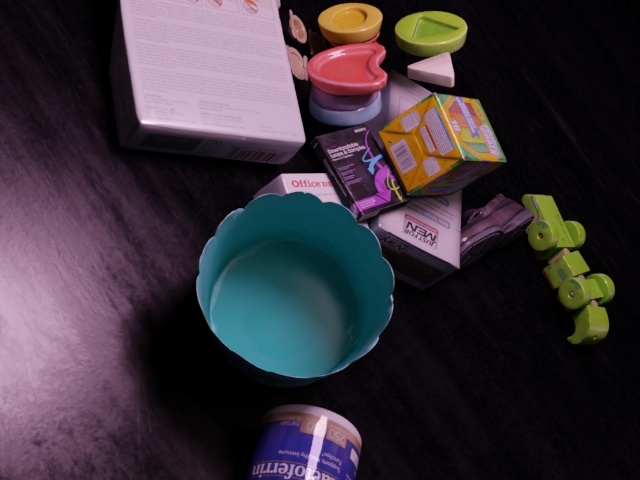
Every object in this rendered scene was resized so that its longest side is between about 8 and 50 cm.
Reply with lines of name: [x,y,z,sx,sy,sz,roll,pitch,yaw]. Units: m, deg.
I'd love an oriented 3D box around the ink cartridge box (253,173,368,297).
ink cartridge box: [0.000,0.000,1.595,0.160,0.092,0.219,-5,69,-41]

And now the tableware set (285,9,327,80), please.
tableware set: [-0.020,-0.351,1.805,0.168,0.020,0.141,23,55,-55]

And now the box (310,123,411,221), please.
box: [0.069,-0.117,1.624,0.116,0.029,0.162,-20,71,-36]

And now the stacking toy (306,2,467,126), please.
stacking toy: [0.120,-0.304,1.735,0.279,0.130,0.309,4,40,10]

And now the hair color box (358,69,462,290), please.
hair color box: [0.162,-0.116,1.782,0.185,0.113,0.374,26,51,-25]

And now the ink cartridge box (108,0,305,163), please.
ink cartridge box: [-0.206,-0.324,1.609,0.308,0.091,0.385,2,64,-34]

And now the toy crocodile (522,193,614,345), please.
toy crocodile: [0.506,0.053,1.986,0.115,0.105,0.341,-6,65,-41]

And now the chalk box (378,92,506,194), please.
chalk box: [0.228,-0.165,1.677,0.213,0.132,0.132,-7,69,-53]

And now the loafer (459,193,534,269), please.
loafer: [0.313,-0.024,1.877,0.095,0.109,0.302,46,36,19]

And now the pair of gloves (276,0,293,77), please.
pair of gloves: [-0.143,-0.407,1.729,0.204,0.042,0.240,6,69,-40]

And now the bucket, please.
bucket: [-0.043,0.081,1.385,0.281,0.183,0.281,2,73,-8]

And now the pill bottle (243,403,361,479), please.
pill bottle: [-0.039,0.372,1.305,0.153,0.153,0.265,32,49,-21]
